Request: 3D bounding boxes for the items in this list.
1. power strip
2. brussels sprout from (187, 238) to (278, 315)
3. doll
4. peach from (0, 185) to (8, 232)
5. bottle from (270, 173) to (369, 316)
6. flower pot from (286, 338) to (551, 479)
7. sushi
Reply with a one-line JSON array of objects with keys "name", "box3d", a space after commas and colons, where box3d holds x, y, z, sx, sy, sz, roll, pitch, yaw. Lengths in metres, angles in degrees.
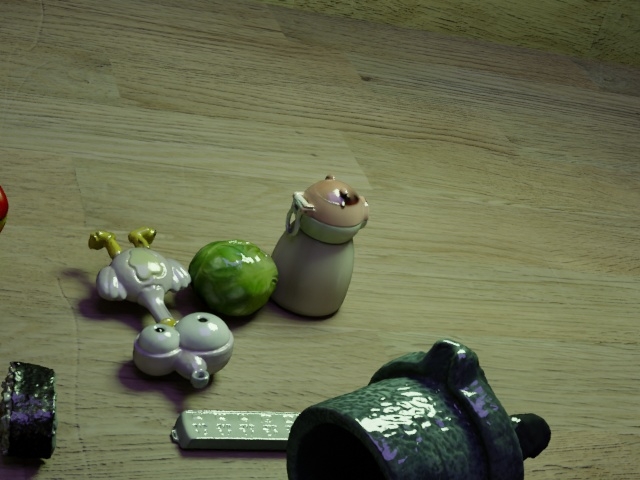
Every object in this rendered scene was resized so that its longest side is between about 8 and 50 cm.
[{"name": "power strip", "box3d": [-0.093, 0.280, 1.719, 0.252, 0.027, 0.060, 5, 32, -23]}, {"name": "brussels sprout", "box3d": [-0.146, 0.059, 1.972, 0.155, 0.117, 0.155, 1, 38, -1]}, {"name": "doll", "box3d": [-0.254, 0.109, 1.853, 0.160, 0.094, 0.365, -6, 37, -31]}, {"name": "peach", "box3d": [-0.611, -0.057, 1.833, 0.226, 0.190, 0.196, 25, 39, -1]}, {"name": "bottle", "box3d": [0.000, 0.000, 2.030, 0.147, 0.236, 0.147, 14, 29, -8]}, {"name": "flower pot", "box3d": [0.136, 0.281, 1.575, 0.283, 0.299, 0.299, -13, 42, -37]}, {"name": "sushi", "box3d": [-0.394, 0.226, 1.582, 0.078, 0.090, 0.150, 5, 34, -14]}]
